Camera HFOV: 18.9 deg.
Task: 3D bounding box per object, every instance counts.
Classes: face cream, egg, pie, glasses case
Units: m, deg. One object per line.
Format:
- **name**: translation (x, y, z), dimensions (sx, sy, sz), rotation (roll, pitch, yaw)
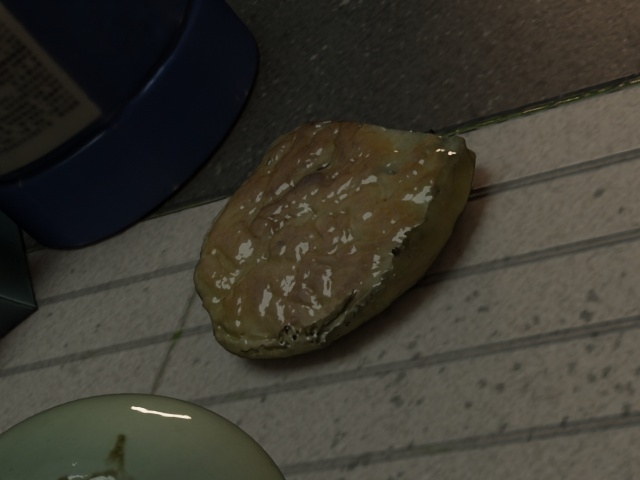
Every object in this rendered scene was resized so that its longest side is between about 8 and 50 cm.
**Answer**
- **face cream**: translation (-0.210, -0.154, 1.498), dimensions (0.249, 0.225, 0.249), rotation (-28, 36, 23)
- **egg**: translation (-0.124, 0.180, 1.037), dimensions (0.264, 0.183, 0.183), rotation (-23, 36, 39)
- **pie**: translation (-0.002, -0.002, 1.243), dimensions (0.218, 0.052, 0.185), rotation (11, 58, 51)
- **glasses case**: translation (-0.302, 0.003, 1.572), dimensions (0.105, 0.056, 0.266), rotation (-38, 31, 7)
